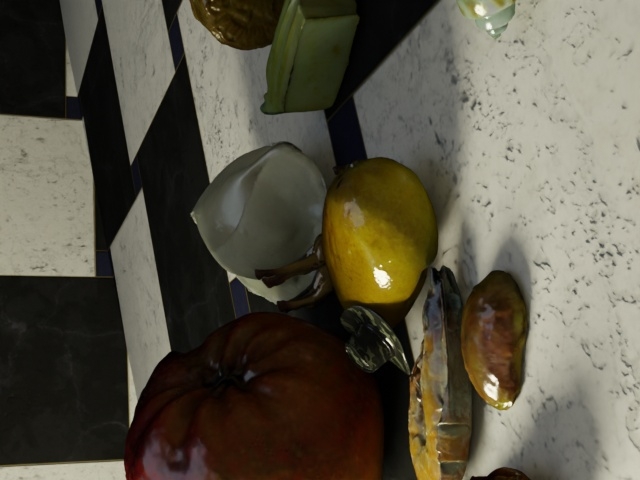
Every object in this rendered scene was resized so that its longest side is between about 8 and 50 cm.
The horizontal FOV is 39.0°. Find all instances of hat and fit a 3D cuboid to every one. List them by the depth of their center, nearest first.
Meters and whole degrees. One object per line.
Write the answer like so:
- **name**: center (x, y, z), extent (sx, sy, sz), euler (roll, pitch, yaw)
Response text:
- **hat**: center (0.066, 0.140, 1.171), extent (0.121, 0.050, 0.121), euler (38, 159, 17)

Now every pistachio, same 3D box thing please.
- **pistachio**: center (0.188, 0.116, 1.029), extent (0.089, 0.049, 0.173), euler (-145, 52, -61)

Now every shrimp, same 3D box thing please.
- **shrimp**: center (0.143, 0.180, 1.147), extent (0.164, 0.062, 0.317), euler (-147, 55, -70)

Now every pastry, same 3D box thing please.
- **pastry**: center (-0.124, -0.404, 1.442), extent (0.103, 0.188, 0.189), euler (41, 133, 54)

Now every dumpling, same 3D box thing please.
- **dumpling**: center (-0.082, -0.015, 1.496), extent (0.341, 0.181, 0.260), euler (-33, 90, 30)

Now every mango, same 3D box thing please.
- **mango**: center (0.074, 0.012, 1.166), extent (0.167, 0.130, 0.262), euler (51, 153, 31)

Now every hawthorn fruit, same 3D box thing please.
- **hawthorn fruit**: center (-0.085, 0.329, 1.343), extent (0.403, 0.402, 0.403), euler (173, 90, -67)

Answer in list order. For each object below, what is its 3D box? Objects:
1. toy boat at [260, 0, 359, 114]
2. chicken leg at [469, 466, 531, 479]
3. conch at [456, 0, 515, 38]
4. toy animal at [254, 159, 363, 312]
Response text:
- **toy boat**: center (-0.017, -0.267, 1.317), extent (0.084, 0.111, 0.276), euler (63, 150, 28)
- **chicken leg**: center (0.185, 0.336, 1.056), extent (0.113, 0.093, 0.304), euler (56, 155, 14)
- **conch**: center (0.136, -0.378, 0.838), extent (0.249, 0.197, 0.368), euler (-68, -9, -46)
- **toy animal**: center (0.008, 0.003, 1.345), extent (0.275, 0.149, 0.054), euler (-49, 36, 20)
